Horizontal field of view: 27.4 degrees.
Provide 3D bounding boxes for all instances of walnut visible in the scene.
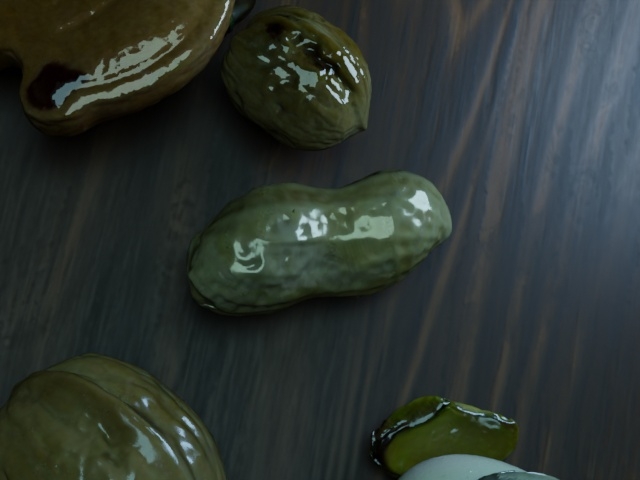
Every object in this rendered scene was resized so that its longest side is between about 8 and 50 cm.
[{"bbox_3d":[-0.218,0.233,1.332,0.261,0.225,0.225,41,72,8],"label":"walnut"},{"bbox_3d":[-0.022,-0.182,1.512,0.184,0.155,0.155,35,72,6],"label":"walnut"}]

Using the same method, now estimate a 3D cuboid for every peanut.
[{"bbox_3d":[0.000,0.000,1.471,0.313,0.149,0.149,-10,77,-12],"label":"peanut"}]

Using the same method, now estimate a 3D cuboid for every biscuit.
[{"bbox_3d":[-0.301,-0.330,1.493,0.455,0.078,0.350,37,69,17],"label":"biscuit"}]

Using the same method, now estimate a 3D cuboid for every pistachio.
[{"bbox_3d":[0.135,0.216,1.478,0.173,0.049,0.089,-4,98,-12],"label":"pistachio"}]

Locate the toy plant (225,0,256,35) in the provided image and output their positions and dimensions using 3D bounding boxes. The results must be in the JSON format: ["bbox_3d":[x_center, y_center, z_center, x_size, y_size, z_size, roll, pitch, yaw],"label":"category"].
[{"bbox_3d":[-0.157,-0.260,1.536,0.162,0.093,0.093,-41,85,-17],"label":"toy plant"}]

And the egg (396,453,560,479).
[{"bbox_3d":[0.153,0.356,1.389,0.264,0.174,0.286,-10,103,-15],"label":"egg"}]
